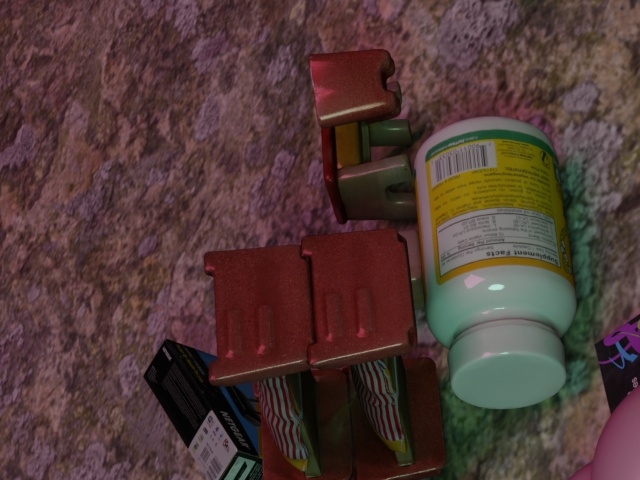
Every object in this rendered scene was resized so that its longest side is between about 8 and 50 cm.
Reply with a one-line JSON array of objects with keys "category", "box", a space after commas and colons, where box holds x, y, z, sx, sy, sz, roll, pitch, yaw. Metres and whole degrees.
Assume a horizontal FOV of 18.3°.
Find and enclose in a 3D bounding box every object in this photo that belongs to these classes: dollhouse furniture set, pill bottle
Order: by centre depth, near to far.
[{"category": "pill bottle", "box": [0.136, 0.019, 1.536, 0.117, 0.118, 0.208, -34, 46, 38]}, {"category": "dollhouse furniture set", "box": [0.000, 0.000, 1.595, 0.152, 0.201, 0.374, -8, 52, 6]}]

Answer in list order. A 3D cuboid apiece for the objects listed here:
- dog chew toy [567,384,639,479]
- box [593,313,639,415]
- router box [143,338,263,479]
[{"category": "dog chew toy", "box": [0.264, 0.153, 1.231, 0.332, 0.207, 0.206, -42, 41, 42]}, {"category": "box", "box": [0.268, 0.084, 1.402, 0.162, 0.029, 0.116, -37, 43, 33]}, {"category": "router box", "box": [-0.061, 0.162, 1.697, 0.046, 0.133, 0.179, -58, 36, 14]}]
